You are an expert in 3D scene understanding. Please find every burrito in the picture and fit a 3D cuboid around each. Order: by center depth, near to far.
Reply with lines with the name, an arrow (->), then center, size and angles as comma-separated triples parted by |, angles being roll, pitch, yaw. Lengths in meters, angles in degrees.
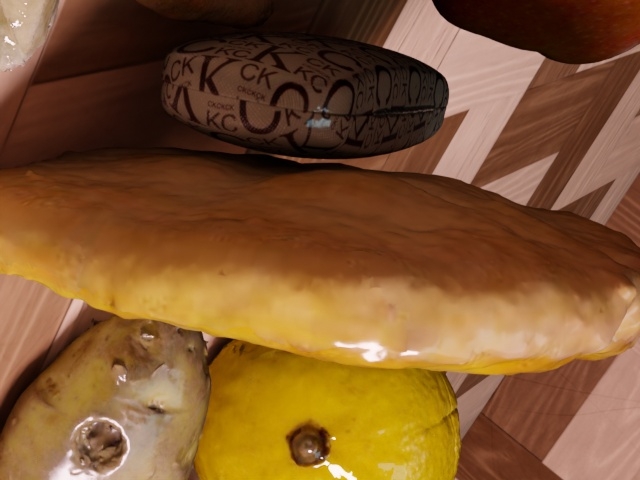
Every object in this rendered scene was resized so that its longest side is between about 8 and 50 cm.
burrito -> -0.154, -0.163, 0.785 | 0.058, 0.045, 0.188 | -27, 153, -39

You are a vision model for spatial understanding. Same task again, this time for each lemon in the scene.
lemon -> 0.007, 0.197, 1.510 | 0.297, 0.297, 0.297 | -45, 161, -20

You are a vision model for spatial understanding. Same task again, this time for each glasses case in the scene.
glasses case -> 0.000, -0.107, 1.080 | 0.354, 0.137, 0.085 | -20, 121, -71

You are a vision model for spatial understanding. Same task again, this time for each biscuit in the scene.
biscuit -> 0.000, -0.001, 0.975 | 0.429, 0.446, 0.104 | -1, 101, -52

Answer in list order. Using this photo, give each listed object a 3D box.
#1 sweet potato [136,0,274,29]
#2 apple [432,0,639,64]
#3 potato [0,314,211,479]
sweet potato -> -0.067, -0.166, 0.991 | 0.050, 0.050, 0.214 | -56, 163, 14
apple -> 0.192, -0.284, 1.040 | 0.288, 0.288, 0.317 | -40, 172, -33
potato -> -0.189, 0.181, 1.224 | 0.191, 0.141, 0.296 | 9, 115, -58
